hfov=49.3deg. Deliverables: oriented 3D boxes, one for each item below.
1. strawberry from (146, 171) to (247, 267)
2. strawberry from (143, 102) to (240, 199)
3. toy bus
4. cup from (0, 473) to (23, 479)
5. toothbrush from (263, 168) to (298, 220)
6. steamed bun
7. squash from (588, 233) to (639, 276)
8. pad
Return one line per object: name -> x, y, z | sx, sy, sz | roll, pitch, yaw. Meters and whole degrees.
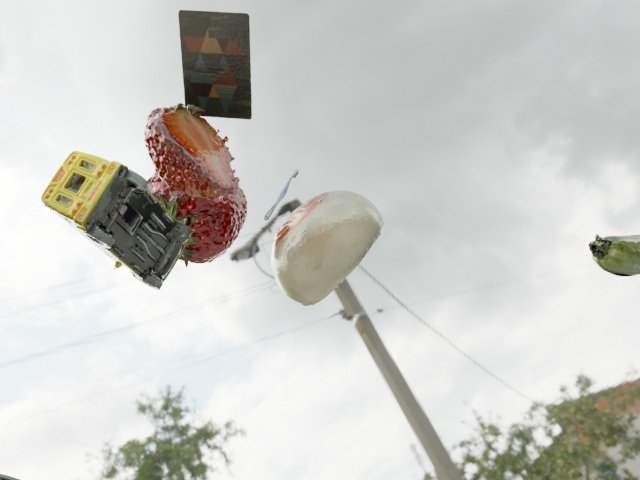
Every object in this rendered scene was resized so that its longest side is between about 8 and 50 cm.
strawberry -> -0.295, -0.074, 1.663 | 0.257, 0.257, 0.277 | -53, -7, 30
strawberry -> -0.256, -0.155, 1.310 | 0.175, 0.236, 0.107 | 24, -57, -30
toy bus -> -0.376, -0.030, 1.327 | 0.144, 0.152, 0.330 | -62, -20, -16
cup -> -0.340, 0.479, 0.636 | 0.310, 0.392, 0.401 | -30, -74, 26
toothbrush -> -0.089, -0.106, 1.593 | 0.162, 0.014, 0.017 | -58, -28, -33
steamed bun -> 0.000, 0.000, 1.554 | 0.283, 0.177, 0.283 | -45, 4, 4
squash -> 0.547, 0.021, 1.185 | 0.318, 0.071, 0.080 | -4, -14, -32
pad -> -0.205, -0.341, 1.369 | 0.142, 0.003, 0.212 | 5, -60, 6
